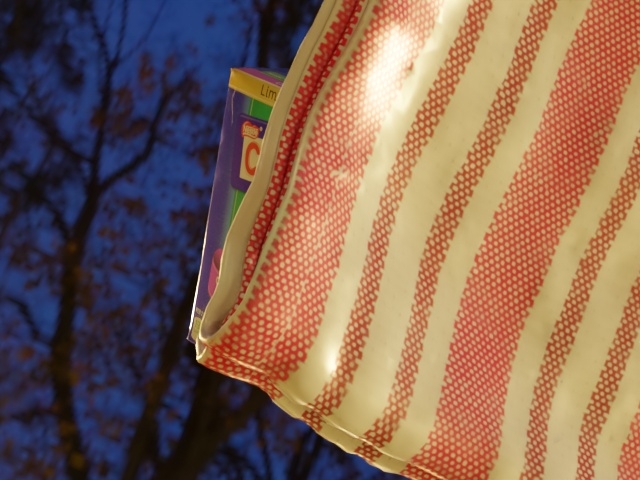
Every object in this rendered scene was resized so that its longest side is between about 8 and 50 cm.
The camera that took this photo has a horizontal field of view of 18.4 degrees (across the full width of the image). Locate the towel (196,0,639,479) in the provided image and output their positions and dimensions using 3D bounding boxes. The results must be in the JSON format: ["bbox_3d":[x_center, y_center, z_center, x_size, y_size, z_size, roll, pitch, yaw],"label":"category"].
[{"bbox_3d":[0.076,0.000,0.415,0.197,0.144,0.029,31,-15,-31],"label":"towel"}]

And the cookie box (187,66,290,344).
[{"bbox_3d":[0.000,0.000,0.706,0.092,0.040,0.107,27,-68,47],"label":"cookie box"}]
